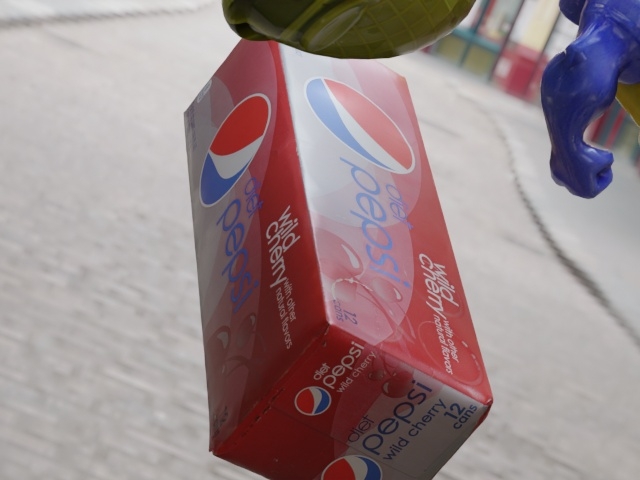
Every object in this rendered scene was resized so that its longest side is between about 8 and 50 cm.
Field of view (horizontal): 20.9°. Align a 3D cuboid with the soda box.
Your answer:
[{"bbox_3d":[0.000,0.000,0.792,0.092,0.083,0.263,28,28,-25],"label":"soda box"}]

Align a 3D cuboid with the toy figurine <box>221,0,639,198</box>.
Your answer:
[{"bbox_3d":[0.155,-0.102,0.694,0.217,0.191,0.362,52,37,7],"label":"toy figurine"}]
